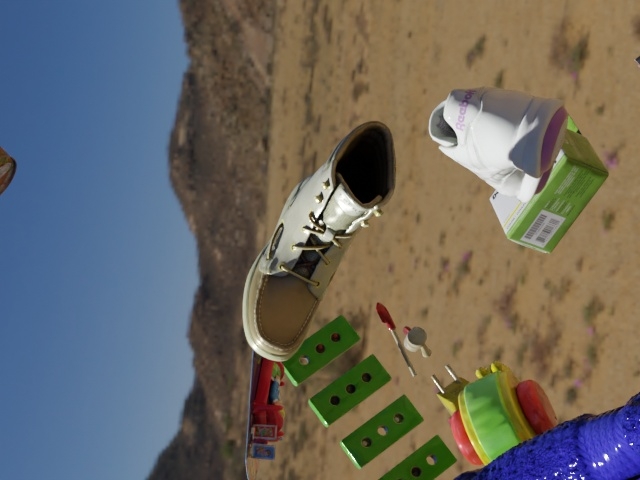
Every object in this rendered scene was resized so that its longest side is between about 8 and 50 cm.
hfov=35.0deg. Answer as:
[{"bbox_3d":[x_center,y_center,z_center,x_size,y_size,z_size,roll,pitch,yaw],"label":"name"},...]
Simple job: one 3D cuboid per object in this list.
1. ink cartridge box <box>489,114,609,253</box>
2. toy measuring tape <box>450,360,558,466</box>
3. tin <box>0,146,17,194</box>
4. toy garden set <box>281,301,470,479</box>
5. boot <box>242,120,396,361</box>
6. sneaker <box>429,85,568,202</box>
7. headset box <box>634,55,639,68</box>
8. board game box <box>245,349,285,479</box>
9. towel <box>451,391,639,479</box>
[{"bbox_3d":[0.391,-0.131,1.839,0.189,0.097,0.255,-59,25,29],"label":"ink cartridge box"},{"bbox_3d":[0.210,0.244,1.114,0.330,0.121,0.121,-90,7,-54],"label":"toy measuring tape"},{"bbox_3d":[-0.448,-0.046,1.209,0.190,0.040,0.106,-43,-5,-19],"label":"tin"},{"bbox_3d":[0.096,0.203,1.353,0.244,0.204,0.049,52,162,15],"label":"toy garden set"},{"bbox_3d":[0.000,0.000,0.964,0.165,0.077,0.213,-42,25,59],"label":"boot"},{"bbox_3d":[0.212,-0.127,1.207,0.305,0.152,0.114,37,-109,-78],"label":"sneaker"},{"bbox_3d":[0.314,-0.156,0.885,0.032,0.062,0.083,57,-163,27],"label":"headset box"},{"bbox_3d":[-0.052,0.171,1.075,0.133,0.033,0.168,62,-148,-82],"label":"board game box"},{"bbox_3d":[0.233,0.167,0.581,0.308,0.228,0.076,-45,24,55],"label":"towel"}]
